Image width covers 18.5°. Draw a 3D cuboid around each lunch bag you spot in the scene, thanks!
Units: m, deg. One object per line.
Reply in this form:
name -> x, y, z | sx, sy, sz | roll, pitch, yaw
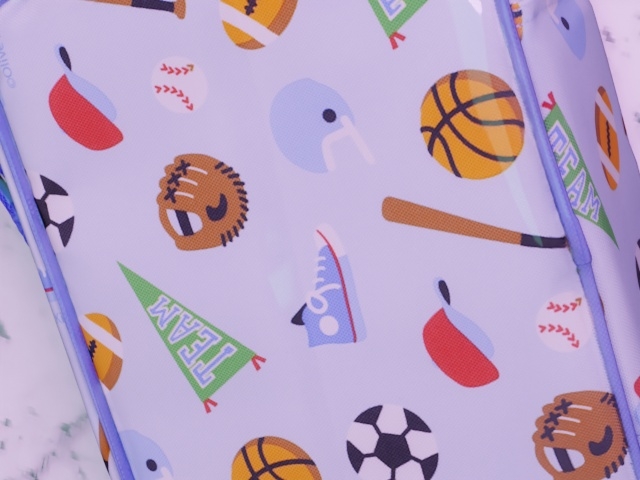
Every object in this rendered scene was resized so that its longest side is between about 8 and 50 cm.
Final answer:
lunch bag -> 0.000, 0.000, 0.767 | 0.243, 0.115, 0.303 | -13, 101, 23
